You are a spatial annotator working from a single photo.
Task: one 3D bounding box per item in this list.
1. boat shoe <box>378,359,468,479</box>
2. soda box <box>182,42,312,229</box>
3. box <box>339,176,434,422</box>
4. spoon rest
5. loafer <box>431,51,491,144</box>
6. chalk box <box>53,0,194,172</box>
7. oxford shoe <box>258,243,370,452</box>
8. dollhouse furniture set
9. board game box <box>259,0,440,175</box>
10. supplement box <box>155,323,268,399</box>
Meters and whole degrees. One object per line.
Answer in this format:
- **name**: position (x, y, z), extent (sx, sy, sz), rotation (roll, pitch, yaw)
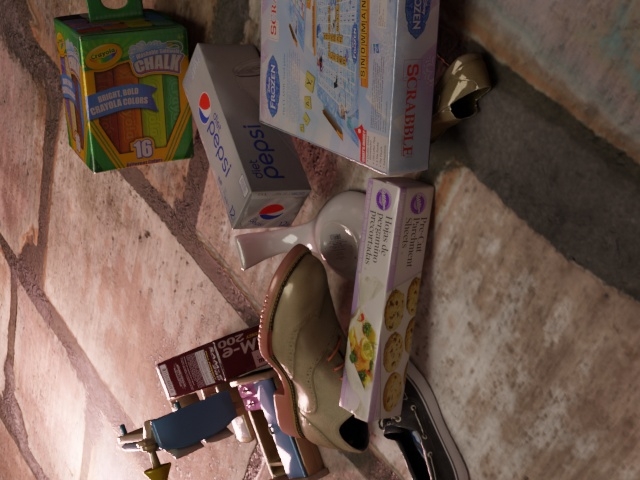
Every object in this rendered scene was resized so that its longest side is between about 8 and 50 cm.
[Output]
- **boat shoe**: position (0.121, 0.261, 1.350), extent (0.080, 0.076, 0.229), rotation (-38, 74, 53)
- **soda box**: position (-0.111, -0.155, 1.402), extent (0.091, 0.098, 0.286), rotation (-59, 43, 47)
- **box**: position (0.085, 0.079, 1.276), extent (0.063, 0.067, 0.324), rotation (22, 110, 47)
- **spoon rest**: position (0.000, 0.000, 1.411), extent (0.276, 0.084, 0.137), rotation (-4, 104, 40)
- **loafer**: position (0.151, -0.157, 1.143), extent (0.050, 0.056, 0.148), rotation (61, 144, 24)
- **chalk box**: position (-0.324, -0.282, 1.586), extent (0.179, 0.180, 0.289), rotation (38, 135, 55)
- **oxford shoe**: position (0.012, 0.163, 1.384), extent (0.146, 0.140, 0.397), rotation (20, 144, 25)
- **dollhouse furniture set**: position (-0.196, 0.360, 1.620), extent (0.286, 0.303, 0.198), rotation (-24, 85, 54)
- **board game box**: position (0.026, -0.272, 1.197), extent (0.318, 0.065, 0.319), rotation (30, 124, 53)
- **supplement box**: position (-0.175, 0.208, 1.672), extent (0.239, 0.130, 0.073), rotation (-25, 84, 53)
